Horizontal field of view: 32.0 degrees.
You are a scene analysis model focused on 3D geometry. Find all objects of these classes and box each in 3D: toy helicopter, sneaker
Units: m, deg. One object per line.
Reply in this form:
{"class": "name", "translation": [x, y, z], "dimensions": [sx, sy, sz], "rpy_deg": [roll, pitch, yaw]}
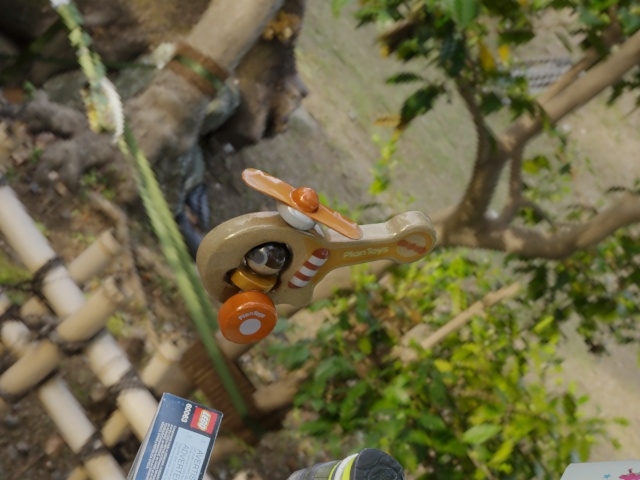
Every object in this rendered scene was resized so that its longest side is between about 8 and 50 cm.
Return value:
{"class": "toy helicopter", "translation": [0.000, 0.000, 1.578], "dimensions": [0.355, 0.235, 0.140], "rpy_deg": [-8, 44, -17]}
{"class": "sneaker", "translation": [0.065, 0.327, 1.239], "dimensions": [0.300, 0.121, 0.111], "rpy_deg": [56, 43, -35]}

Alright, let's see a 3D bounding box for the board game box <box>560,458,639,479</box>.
{"class": "board game box", "translation": [0.267, 0.266, 0.597], "dimensions": [0.097, 0.224, 0.303], "rpy_deg": [-38, 111, -52]}

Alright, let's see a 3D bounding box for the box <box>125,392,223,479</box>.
{"class": "box", "translation": [-0.134, 0.229, 0.776], "dimensions": [0.044, 0.233, 0.159], "rpy_deg": [20, 53, -7]}
